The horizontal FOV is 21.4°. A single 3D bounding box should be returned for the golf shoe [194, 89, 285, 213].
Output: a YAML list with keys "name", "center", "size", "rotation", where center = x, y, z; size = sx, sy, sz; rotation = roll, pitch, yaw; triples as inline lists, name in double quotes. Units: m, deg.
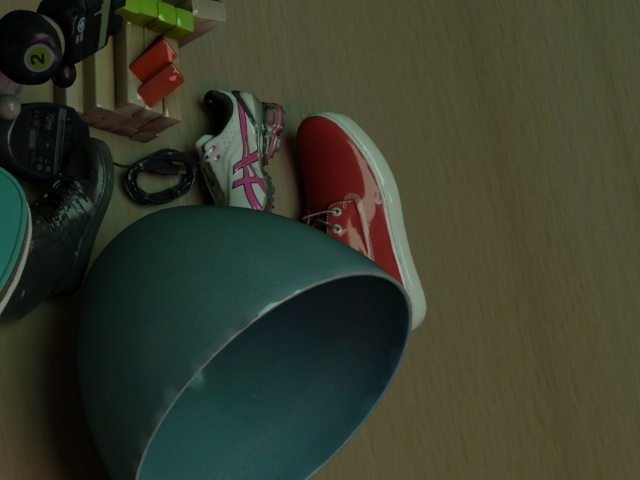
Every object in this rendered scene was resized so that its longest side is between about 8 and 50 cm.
- name: "golf shoe"
  center: [-0.087, -0.061, 1.625]
  size: [0.086, 0.067, 0.186]
  rotation: [18, 54, -20]

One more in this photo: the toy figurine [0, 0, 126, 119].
- name: "toy figurine"
  center: [-0.291, -0.197, 1.368]
  size: [0.213, 0.209, 0.148]
  rotation: [59, 33, -10]

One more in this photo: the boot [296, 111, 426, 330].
- name: "boot"
  center: [0.000, 0.000, 1.667]
  size: [0.176, 0.088, 0.244]
  rotation: [-21, 92, -45]

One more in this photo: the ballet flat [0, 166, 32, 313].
- name: "ballet flat"
  center: [-0.341, 0.099, 1.260]
  size: [0.139, 0.139, 0.400]
  rotation: [43, 43, -23]

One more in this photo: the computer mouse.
- name: "computer mouse"
  center: [-0.207, -0.075, 1.533]
  size: [0.242, 0.041, 0.071]
  rotation: [14, 79, -48]

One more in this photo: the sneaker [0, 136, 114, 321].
- name: "sneaker"
  center: [-0.234, -0.012, 1.439]
  size: [0.089, 0.051, 0.170]
  rotation: [15, 88, -50]

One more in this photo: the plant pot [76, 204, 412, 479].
- name: "plant pot"
  center: [-0.095, 0.082, 1.435]
  size: [0.290, 0.290, 0.195]
  rotation: [-11, 46, -46]

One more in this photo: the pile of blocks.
- name: "pile of blocks"
  center: [-0.144, -0.259, 1.609]
  size: [0.149, 0.112, 0.362]
  rotation: [38, 50, -27]
